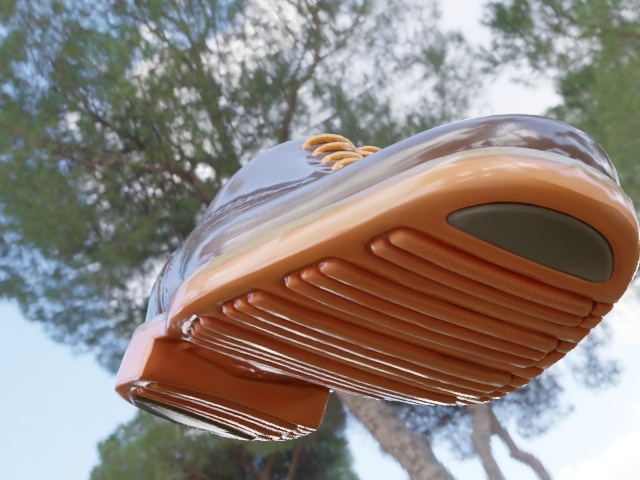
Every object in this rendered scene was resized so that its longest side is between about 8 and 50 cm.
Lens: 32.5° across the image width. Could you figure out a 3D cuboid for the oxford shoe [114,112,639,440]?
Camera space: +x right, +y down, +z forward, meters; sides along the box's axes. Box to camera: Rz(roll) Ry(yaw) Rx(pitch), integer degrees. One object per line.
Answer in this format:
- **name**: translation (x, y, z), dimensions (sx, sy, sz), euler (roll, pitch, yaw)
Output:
- **oxford shoe**: translation (0.000, 0.000, 0.481), dimensions (0.130, 0.133, 0.363), euler (23, -23, -21)
